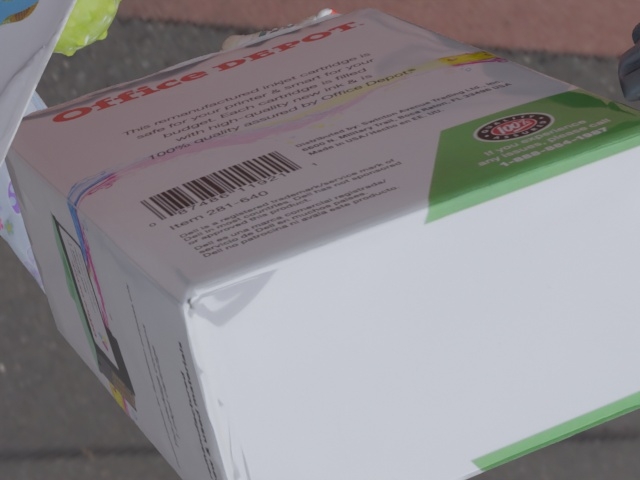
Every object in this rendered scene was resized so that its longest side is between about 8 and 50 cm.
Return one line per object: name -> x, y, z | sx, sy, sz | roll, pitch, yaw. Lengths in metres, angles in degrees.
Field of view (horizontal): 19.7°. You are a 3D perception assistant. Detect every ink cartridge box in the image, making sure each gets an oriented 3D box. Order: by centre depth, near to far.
ink cartridge box -> 0.000, 0.000, 0.790 | 0.201, 0.278, 0.117 | -20, 112, -17

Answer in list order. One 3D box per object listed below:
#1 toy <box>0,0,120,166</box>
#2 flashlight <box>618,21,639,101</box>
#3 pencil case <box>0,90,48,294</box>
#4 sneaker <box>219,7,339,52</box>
toy -> -0.119, -0.085, 0.672 | 0.056, 0.137, 0.237 | 39, 72, -47
flashlight -> 0.266, -0.111, 0.713 | 0.304, 0.103, 0.103 | -31, 161, 33
pencil case -> -0.264, -0.052, 1.733 | 0.113, 0.273, 0.124 | -24, 158, -49
sneaker -> -0.013, -0.132, 1.327 | 0.057, 0.161, 0.075 | 37, 88, -33
